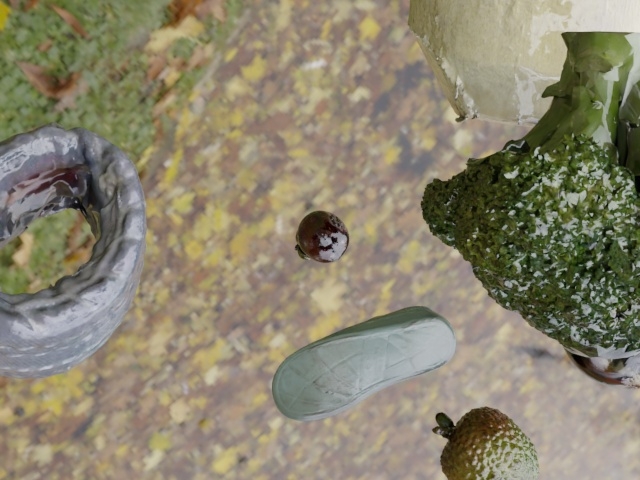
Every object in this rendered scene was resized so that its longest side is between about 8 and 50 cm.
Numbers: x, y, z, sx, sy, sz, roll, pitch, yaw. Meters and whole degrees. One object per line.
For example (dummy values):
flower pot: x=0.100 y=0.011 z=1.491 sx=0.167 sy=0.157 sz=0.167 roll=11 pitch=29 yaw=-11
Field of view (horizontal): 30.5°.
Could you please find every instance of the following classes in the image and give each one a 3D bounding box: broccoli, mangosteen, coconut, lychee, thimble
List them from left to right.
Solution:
thimble: x=-0.277 y=0.012 z=1.157 sx=0.172 sy=0.205 sz=0.236 roll=111 pitch=-6 yaw=-66
mangosteen: x=0.002 y=-0.002 z=1.705 sx=0.081 sy=0.081 sz=0.081 roll=-25 pitch=138 yaw=-25
lychee: x=0.206 y=0.265 z=1.481 sx=0.114 sy=0.146 sz=0.114 roll=-61 pitch=175 yaw=-9
coconut: x=0.285 y=-0.330 z=1.586 sx=0.346 sy=0.346 sz=0.360 roll=0 pitch=100 yaw=-43
broccoli: x=0.125 y=-0.018 z=0.490 sx=0.145 sy=0.162 sz=0.138 roll=-2 pitch=97 yaw=-18

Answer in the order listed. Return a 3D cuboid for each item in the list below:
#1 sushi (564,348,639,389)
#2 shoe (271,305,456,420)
sushi: x=0.388 y=0.078 z=1.455 sx=0.212 sy=0.215 sz=0.227 roll=-60 pitch=165 yaw=17
shoe: x=0.055 y=0.158 z=1.549 sx=0.251 sy=0.100 sz=0.103 roll=-20 pitch=95 yaw=-1
